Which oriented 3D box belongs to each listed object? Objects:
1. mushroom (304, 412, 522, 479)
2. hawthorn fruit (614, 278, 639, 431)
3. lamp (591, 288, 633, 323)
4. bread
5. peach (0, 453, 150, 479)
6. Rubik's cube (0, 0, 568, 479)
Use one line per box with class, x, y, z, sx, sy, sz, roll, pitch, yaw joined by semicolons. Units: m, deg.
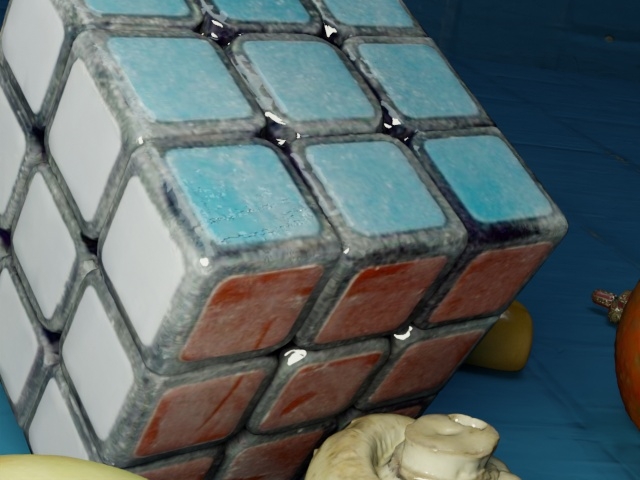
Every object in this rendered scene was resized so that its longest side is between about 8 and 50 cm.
mushroom;0.067;0.180;0.805;0.166;0.127;0.166;11;14;-3
hawthorn fruit;0.411;0.073;1.053;0.277;0.298;0.277;9;4;-1
lamp;0.370;0.086;1.422;0.063;0.031;0.083;4;23;-16
bread;0.101;0.079;1.218;0.239;0.074;0.092;9;23;-4
peach;-0.136;0.208;0.402;0.292;0.247;0.292;7;23;-3
Rubik's cube;-0.068;-0.009;0.858;0.305;0.304;0.301;-6;52;-39
